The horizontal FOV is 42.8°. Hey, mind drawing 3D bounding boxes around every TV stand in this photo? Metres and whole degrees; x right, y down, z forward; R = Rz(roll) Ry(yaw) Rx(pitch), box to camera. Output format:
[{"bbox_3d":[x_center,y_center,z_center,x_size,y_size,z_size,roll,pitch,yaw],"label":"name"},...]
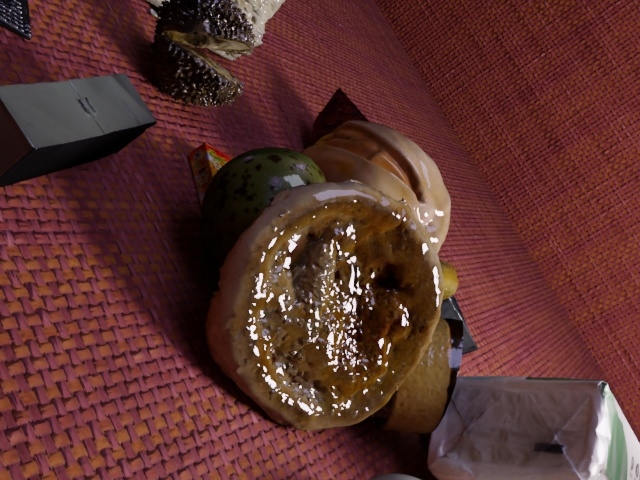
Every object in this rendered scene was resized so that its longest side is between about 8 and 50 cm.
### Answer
[{"bbox_3d":[-0.304,-0.136,0.964,0.083,0.088,0.269,55,23,-3],"label":"TV stand"}]

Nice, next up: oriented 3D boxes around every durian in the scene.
[{"bbox_3d":[-0.202,-0.311,1.329,0.167,0.196,0.196,36,28,-60],"label":"durian"}]

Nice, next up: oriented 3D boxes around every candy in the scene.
[{"bbox_3d":[-0.160,-0.088,1.258,0.062,0.038,0.122,28,35,-49],"label":"candy"}]

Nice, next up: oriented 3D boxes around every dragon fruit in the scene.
[{"bbox_3d":[0.090,-0.145,1.720,0.205,0.152,0.317,46,6,-43],"label":"dragon fruit"}]

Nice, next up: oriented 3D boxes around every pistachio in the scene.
[{"bbox_3d":[0.095,-0.083,1.452,0.308,0.230,0.230,36,14,24],"label":"pistachio"}]

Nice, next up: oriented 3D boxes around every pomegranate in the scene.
[{"bbox_3d":[-0.042,-0.019,1.138,0.247,0.214,0.214,16,27,2],"label":"pomegranate"}]

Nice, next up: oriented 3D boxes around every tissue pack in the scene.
[{"bbox_3d":[0.360,0.362,1.306,0.356,0.266,0.194,49,48,-43],"label":"tissue pack"}]

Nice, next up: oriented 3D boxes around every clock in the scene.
[{"bbox_3d":[0.218,0.087,1.652,0.325,0.067,0.325,60,7,-13],"label":"clock"}]

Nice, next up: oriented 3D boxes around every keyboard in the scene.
[{"bbox_3d":[-0.426,-0.355,1.113,0.061,0.013,0.205,29,34,-47],"label":"keyboard"}]

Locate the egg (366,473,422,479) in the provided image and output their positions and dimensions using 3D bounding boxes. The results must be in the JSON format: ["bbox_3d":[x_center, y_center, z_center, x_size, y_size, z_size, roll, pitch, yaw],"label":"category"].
[{"bbox_3d":[0.107,0.377,1.015,0.209,0.151,0.151,47,23,-35],"label":"egg"}]

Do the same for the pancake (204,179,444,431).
[{"bbox_3d":[0.018,0.088,1.064,0.356,0.356,0.065,42,-11,-31],"label":"pancake"}]

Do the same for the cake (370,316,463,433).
[{"bbox_3d":[0.109,0.191,1.271,0.178,0.185,0.208,18,53,-1],"label":"cake"}]

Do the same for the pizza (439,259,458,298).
[{"bbox_3d":[0.142,0.071,1.360,0.257,0.268,0.087,4,83,-52],"label":"pizza"}]

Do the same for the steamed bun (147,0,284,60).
[{"bbox_3d":[-0.178,-0.534,1.543,0.290,0.272,0.274,37,28,-47],"label":"steamed bun"}]

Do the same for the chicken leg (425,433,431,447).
[{"bbox_3d":[0.222,0.318,1.454,0.085,0.069,0.198,54,15,-8],"label":"chicken leg"}]
